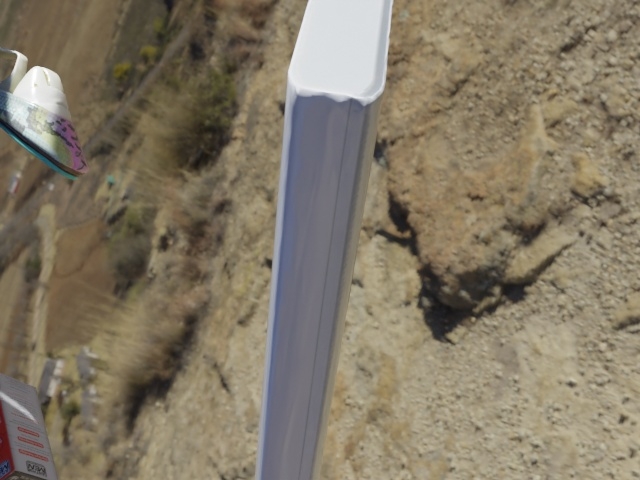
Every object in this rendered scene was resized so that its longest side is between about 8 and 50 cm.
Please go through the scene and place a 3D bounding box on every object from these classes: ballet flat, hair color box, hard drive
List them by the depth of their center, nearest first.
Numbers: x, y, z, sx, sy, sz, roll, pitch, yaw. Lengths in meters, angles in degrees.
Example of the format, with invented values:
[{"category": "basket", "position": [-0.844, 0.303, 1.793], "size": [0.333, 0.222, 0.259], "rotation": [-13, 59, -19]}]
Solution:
[{"category": "hard drive", "position": [0.000, 0.000, 0.573], "size": [0.233, 0.047, 0.353], "rotation": [-81, -2, -51]}, {"category": "ballet flat", "position": [-0.296, -0.139, 0.820], "size": [0.221, 0.077, 0.079], "rotation": [30, 87, 21]}, {"category": "hair color box", "position": [-0.353, 0.224, 0.988], "size": [0.043, 0.072, 0.141], "rotation": [-38, 50, 8]}]
